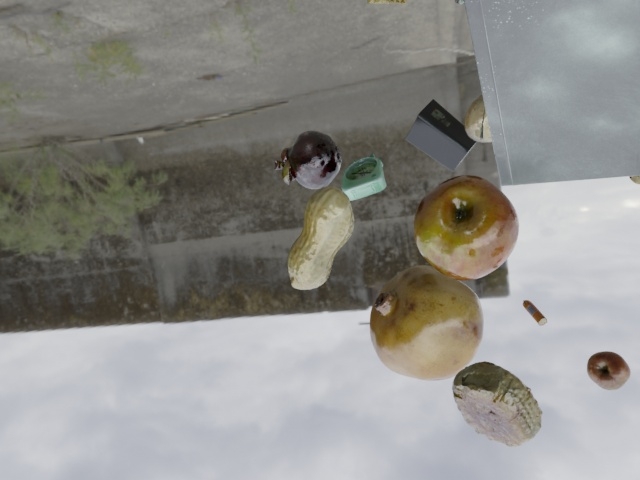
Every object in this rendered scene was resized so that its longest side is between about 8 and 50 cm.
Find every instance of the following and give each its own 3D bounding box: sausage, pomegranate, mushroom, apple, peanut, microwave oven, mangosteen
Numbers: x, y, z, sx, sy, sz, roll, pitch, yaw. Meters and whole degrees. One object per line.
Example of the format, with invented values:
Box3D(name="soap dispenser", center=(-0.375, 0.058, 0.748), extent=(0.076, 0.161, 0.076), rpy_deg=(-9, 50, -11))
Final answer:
Box3D(name="sausage", center=(0.666, 0.221, 1.732), extent=(0.031, 0.031, 0.107), rpy_deg=(-9, -144, -11))
Box3D(name="pomegranate", center=(0.352, 0.272, 1.899), extent=(0.416, 0.417, 0.416), rpy_deg=(-7, -173, 1))
Box3D(name="mushroom", center=(0.546, -0.404, 1.814), extent=(0.166, 0.166, 0.127), rpy_deg=(-11, -141, -27))
Box3D(name="apple", center=(0.409, -0.040, 1.529), extent=(0.301, 0.301, 0.301), rpy_deg=(-7, -173, 1))
Box3D(name="peanut", center=(0.000, 0.000, 1.228), extent=(0.111, 0.274, 0.125), rpy_deg=(41, -144, 23))
Box3D(name="apple", center=(0.942, 0.422, 1.810), extent=(0.126, 0.126, 0.102), rpy_deg=(-1, 170, 41))
Box3D(name="microwave oven", center=(0.473, -0.342, 1.014), extent=(0.374, 0.432, 0.236), rpy_deg=(-1, -131, 27))
Box3D(name="mangosteen", center=(-0.051, -0.305, 2.124), extent=(0.265, 0.228, 0.228), rpy_deg=(-10, -173, 13))

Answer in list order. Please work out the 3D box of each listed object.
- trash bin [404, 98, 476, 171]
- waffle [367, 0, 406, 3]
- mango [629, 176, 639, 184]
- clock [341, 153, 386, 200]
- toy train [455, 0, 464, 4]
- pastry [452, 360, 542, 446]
Box3D(name="trash bin", center=(0.453, -0.384, 2.065), extent=(0.115, 0.225, 0.165), rpy_deg=(-45, 171, -27))
Box3D(name="waffle", center=(0.201, -0.768, 1.589), extent=(0.057, 0.168, 0.274), rpy_deg=(13, -155, 19))
Box3D(name="mango", center=(1.157, -0.283, 1.878), extent=(0.236, 0.136, 0.166), rpy_deg=(-37, -168, 3))
Box3D(name="clock", center=(0.163, -0.245, 2.040), extent=(0.159, 0.066, 0.211), rpy_deg=(-16, -142, 21))
Box3D(name="toy train", center=(0.472, -0.878, 1.713), extent=(0.304, 0.150, 0.221), rpy_deg=(-39, 163, -31))
Box3D(name="pastry", center=(0.375, 0.350, 1.191), extent=(0.093, 0.192, 0.182), rpy_deg=(-43, -161, -31))
